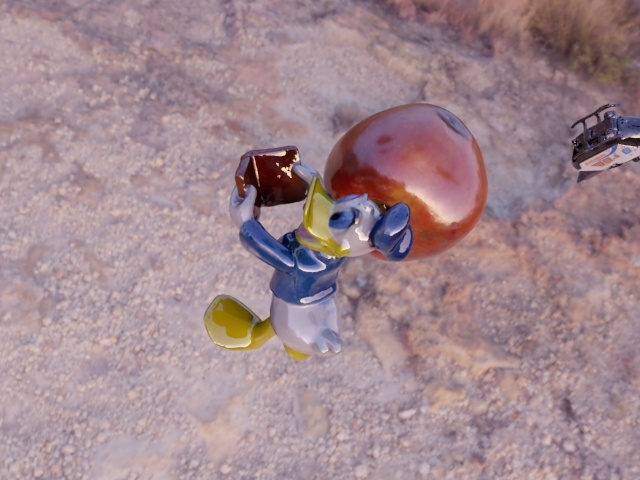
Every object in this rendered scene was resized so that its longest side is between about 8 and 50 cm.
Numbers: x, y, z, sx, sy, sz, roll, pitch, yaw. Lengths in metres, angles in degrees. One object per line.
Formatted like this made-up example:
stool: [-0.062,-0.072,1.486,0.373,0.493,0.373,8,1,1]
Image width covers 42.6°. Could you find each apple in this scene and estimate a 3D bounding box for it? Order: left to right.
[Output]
apple: [0.119,-0.087,1.150,0.230,0.230,0.230,17,42,-16]

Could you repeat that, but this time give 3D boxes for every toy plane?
toy plane: [0.357,-0.121,0.935,0.078,0.197,0.053,29,53,-30]

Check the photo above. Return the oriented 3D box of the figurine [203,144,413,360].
figurine: [0.000,0.000,1.038,0.204,0.338,0.283,-13,83,-40]
